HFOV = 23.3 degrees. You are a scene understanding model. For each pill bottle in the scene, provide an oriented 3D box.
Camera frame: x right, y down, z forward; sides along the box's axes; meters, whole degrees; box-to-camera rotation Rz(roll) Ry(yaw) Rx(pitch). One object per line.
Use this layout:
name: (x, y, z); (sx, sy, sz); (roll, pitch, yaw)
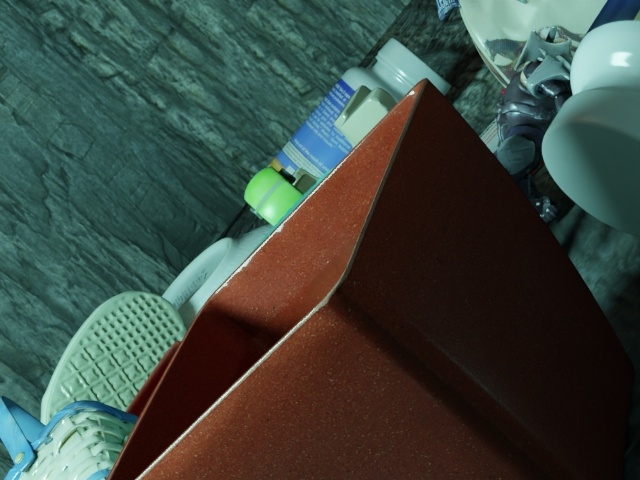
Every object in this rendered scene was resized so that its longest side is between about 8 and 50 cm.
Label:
pill bottle: (0.059, -0.151, 2.221); (0.272, 0.152, 0.152); (-50, 9, 7)
pill bottle: (0.275, -0.138, 1.125); (0.264, 0.153, 0.153); (-56, 10, -23)

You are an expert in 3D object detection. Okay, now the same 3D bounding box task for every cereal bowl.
cereal bowl: (-0.121, 0.099, 2.049); (0.339, 0.141, 0.339); (-42, 16, 15)

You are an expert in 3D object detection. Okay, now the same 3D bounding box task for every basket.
basket: (-0.211, 0.279, 1.575); (0.201, 0.255, 0.289); (-53, 28, -5)

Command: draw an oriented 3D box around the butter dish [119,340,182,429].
butter dish: (-0.133, 0.222, 1.798); (0.118, 0.160, 0.160); (1, 50, 49)

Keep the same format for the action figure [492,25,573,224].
action figure: (0.173, -0.063, 1.353); (0.185, 0.099, 0.285); (83, -152, -49)

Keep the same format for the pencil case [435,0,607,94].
pencil case: (0.304, -0.305, 1.457); (0.410, 0.183, 0.160); (-40, -24, 25)

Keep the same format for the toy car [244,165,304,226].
toy car: (0.000, 0.000, 1.701); (0.239, 0.225, 0.053); (-50, -16, 2)

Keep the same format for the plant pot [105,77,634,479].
plant pot: (0.049, 0.108, 0.995); (0.267, 0.236, 0.267); (-44, 11, 32)

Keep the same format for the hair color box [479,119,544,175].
hair color box: (0.197, -0.092, 1.658); (0.072, 0.043, 0.141); (-48, 11, 18)

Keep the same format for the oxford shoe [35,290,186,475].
oxford shoe: (-0.268, 0.274, 1.865); (0.130, 0.169, 0.449); (130, 153, -66)

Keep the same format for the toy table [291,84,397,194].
toy table: (0.062, -0.064, 1.846); (0.274, 0.161, 0.252); (-46, 10, 35)

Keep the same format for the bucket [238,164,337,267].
bucket: (0.018, 0.076, 1.431); (0.281, 0.183, 0.281); (-49, 9, 11)

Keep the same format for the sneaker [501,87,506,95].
sneaker: (0.255, -0.217, 1.744); (0.128, 0.087, 0.221); (-43, 11, 34)
